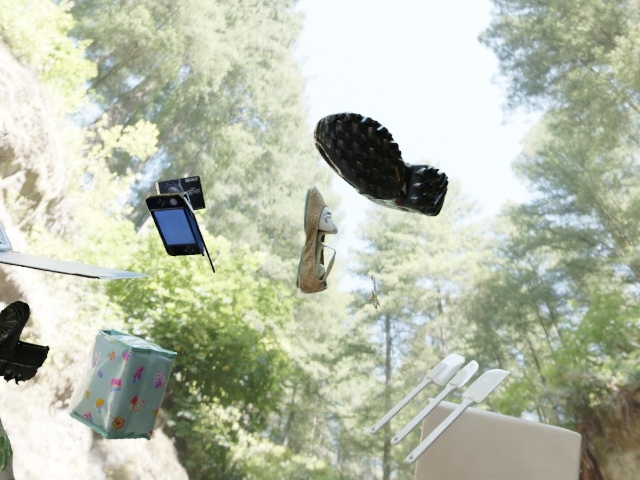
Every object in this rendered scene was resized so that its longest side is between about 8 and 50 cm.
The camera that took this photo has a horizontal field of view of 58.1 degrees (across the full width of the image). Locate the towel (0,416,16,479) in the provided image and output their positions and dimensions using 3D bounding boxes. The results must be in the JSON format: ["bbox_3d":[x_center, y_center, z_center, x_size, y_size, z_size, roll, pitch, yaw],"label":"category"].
[{"bbox_3d":[-0.506,0.327,0.709,0.248,0.038,0.324,-10,-46,-29],"label":"towel"}]

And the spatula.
[{"bbox_3d":[0.208,0.297,1.051,0.242,0.168,0.019,-37,-69,-20],"label":"spatula"}]

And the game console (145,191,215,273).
[{"bbox_3d":[-0.225,-0.009,0.928,0.108,0.071,0.122,-4,-55,12],"label":"game console"}]

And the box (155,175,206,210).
[{"bbox_3d":[-0.267,-0.086,1.105,0.083,0.018,0.067,-13,-82,-29],"label":"box"}]

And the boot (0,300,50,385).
[{"bbox_3d":[-0.442,0.153,0.849,0.121,0.045,0.099,-53,-34,-7],"label":"boot"}]

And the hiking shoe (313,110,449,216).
[{"bbox_3d":[0.079,-0.110,0.944,0.132,0.113,0.304,6,-16,46],"label":"hiking shoe"}]

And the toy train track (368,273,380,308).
[{"bbox_3d":[0.103,0.102,1.143,0.014,0.083,0.048,-15,-48,16],"label":"toy train track"}]

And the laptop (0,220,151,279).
[{"bbox_3d":[-0.499,-0.076,0.931,0.237,0.382,0.407,-24,-91,-7],"label":"laptop"}]

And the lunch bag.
[{"bbox_3d":[-0.496,0.339,1.398,0.262,0.223,0.160,6,-12,44],"label":"lunch bag"}]

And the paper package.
[{"bbox_3d":[0.355,0.525,1.218,0.325,0.309,0.168,9,-22,16],"label":"paper package"}]

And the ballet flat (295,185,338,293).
[{"bbox_3d":[0.000,0.000,1.092,0.067,0.073,0.206,6,-86,18],"label":"ballet flat"}]
